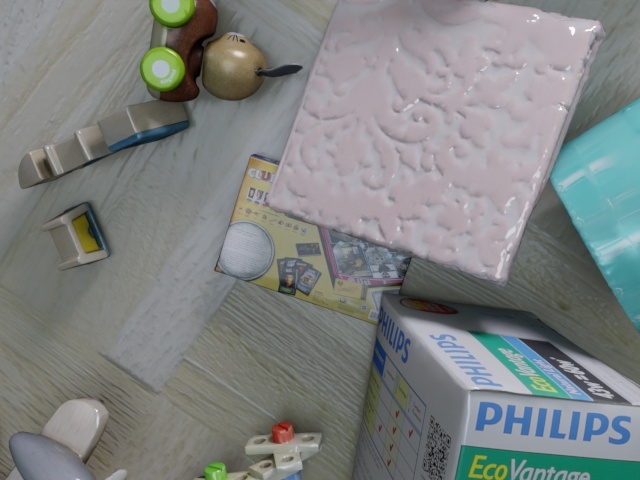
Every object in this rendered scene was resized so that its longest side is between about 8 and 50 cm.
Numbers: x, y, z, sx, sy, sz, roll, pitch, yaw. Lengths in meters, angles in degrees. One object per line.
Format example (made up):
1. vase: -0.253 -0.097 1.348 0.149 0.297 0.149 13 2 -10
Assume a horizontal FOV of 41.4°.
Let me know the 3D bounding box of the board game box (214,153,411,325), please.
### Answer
1. board game box: 0.000 0.000 1.125 0.243 0.042 0.165 19 100 1

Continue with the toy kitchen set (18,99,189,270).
1. toy kitchen set: -0.265 -0.072 1.116 0.207 0.122 0.166 -18 98 27

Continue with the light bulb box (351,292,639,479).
1. light bulb box: 0.184 0.286 0.983 0.225 0.358 0.361 7 100 -11

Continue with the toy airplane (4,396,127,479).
1. toy airplane: -0.412 0.420 1.102 0.384 0.272 0.386 -12 98 6

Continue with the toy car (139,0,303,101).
1. toy car: -0.116 -0.235 1.051 0.188 0.155 0.149 10 99 -7

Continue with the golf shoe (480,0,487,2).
1. golf shoe: 0.198 -0.372 1.031 0.077 0.094 0.198 17 101 0

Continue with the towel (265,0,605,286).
1. towel: 0.124 -0.139 1.002 0.332 0.053 0.317 20 89 28

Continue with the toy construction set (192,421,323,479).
1. toy construction set: -0.083 0.410 1.138 0.215 0.151 0.328 -1 91 29

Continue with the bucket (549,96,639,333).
1. bucket: 0.395 -0.035 0.981 0.183 0.281 0.281 -30 95 17
